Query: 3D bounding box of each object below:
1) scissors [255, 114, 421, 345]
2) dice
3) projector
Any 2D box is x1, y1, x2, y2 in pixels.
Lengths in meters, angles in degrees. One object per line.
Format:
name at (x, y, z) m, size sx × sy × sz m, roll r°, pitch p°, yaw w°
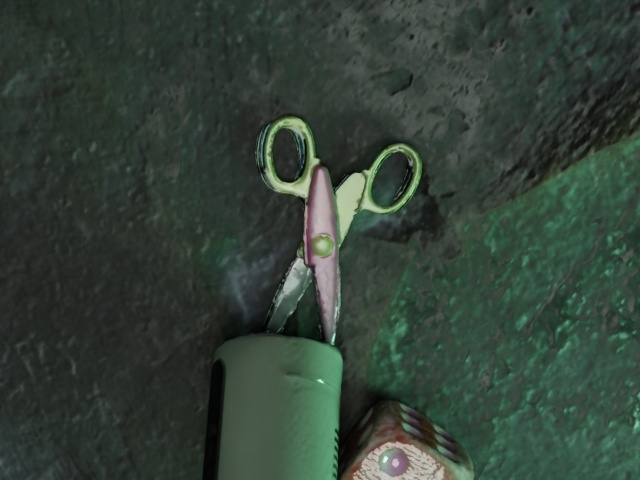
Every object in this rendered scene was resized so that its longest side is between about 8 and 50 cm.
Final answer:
scissors at (0.000, 0.000, 1.286) m, size 0.134 × 0.020 × 0.187 m, roll 13°, pitch 100°, yaw 2°
dice at (0.063, 0.190, 1.288) m, size 0.094 × 0.093 × 0.091 m, roll 33°, pitch 101°, yaw -7°
projector at (-0.041, 0.241, 1.204) m, size 0.108 × 0.108 × 0.337 m, roll 3°, pitch 65°, yaw 1°
